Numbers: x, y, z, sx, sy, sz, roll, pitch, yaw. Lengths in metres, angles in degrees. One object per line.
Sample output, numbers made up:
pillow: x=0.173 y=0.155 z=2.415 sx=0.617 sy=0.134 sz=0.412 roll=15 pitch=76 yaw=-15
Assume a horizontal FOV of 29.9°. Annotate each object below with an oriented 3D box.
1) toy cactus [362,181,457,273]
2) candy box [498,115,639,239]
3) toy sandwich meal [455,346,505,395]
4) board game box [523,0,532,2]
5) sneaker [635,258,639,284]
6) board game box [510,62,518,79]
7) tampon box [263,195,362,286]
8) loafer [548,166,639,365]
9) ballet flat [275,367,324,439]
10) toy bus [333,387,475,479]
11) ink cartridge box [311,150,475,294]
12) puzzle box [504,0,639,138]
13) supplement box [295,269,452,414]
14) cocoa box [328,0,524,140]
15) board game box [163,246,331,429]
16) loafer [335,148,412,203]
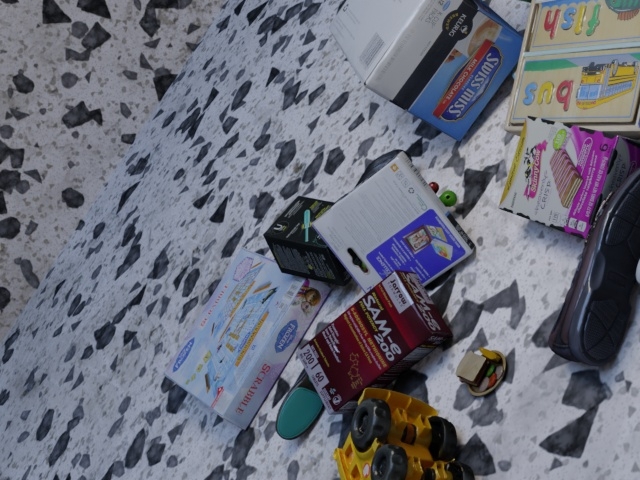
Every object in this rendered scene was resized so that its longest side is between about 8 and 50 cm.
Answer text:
toy cactus: x=0.148 y=-0.033 z=2.143 sx=0.219 sy=0.112 sz=0.180 roll=-52 pitch=17 yaw=24
candy box: x=0.380 y=-0.094 z=1.815 sx=0.233 sy=0.071 sz=0.159 roll=26 pitch=102 yaw=63
toy sandwich meal: x=0.242 y=0.195 z=1.804 sx=0.085 sy=0.029 sz=0.086 roll=-38 pitch=32 yaw=29
board game box: x=0.369 y=-0.477 z=2.128 sx=0.030 sy=0.259 sz=0.136 roll=105 pitch=177 yaw=-51
sneaker: x=0.487 y=0.015 z=1.598 sx=0.152 sy=0.053 sz=0.061 roll=-44 pitch=33 yaw=19
board game box: x=0.404 y=-0.349 z=2.149 sx=0.154 sy=0.026 sz=0.103 roll=-43 pitch=30 yaw=21
tampon box: x=0.000 y=0.000 z=2.237 sx=0.161 sy=0.101 sz=0.120 roll=12 pitch=49 yaw=41
loafer: x=0.397 y=0.029 z=1.672 sx=0.095 sy=0.109 sz=0.303 roll=-1 pitch=61 yaw=62
ballet flat: x=-0.015 y=0.257 z=2.107 sx=0.203 sy=0.074 sz=0.074 roll=-62 pitch=28 yaw=-1
toy bus: x=0.099 y=0.359 z=1.746 sx=0.211 sy=0.149 sz=0.220 roll=-58 pitch=28 yaw=23
ink cartridge box: x=0.123 y=-0.011 z=2.041 sx=0.208 sy=0.206 sz=0.045 roll=-37 pitch=2 yaw=27
puzzle box: x=0.461 y=-0.295 z=1.891 sx=0.409 sy=0.052 sz=0.272 roll=7 pitch=85 yaw=59
supplement box: x=0.086 y=0.170 z=1.973 sx=0.239 sy=0.073 sz=0.130 roll=-42 pitch=64 yaw=23
cocoa box: x=0.197 y=-0.386 z=2.267 sx=0.231 sy=0.228 sz=0.347 roll=-54 pitch=24 yaw=16
board game box: x=-0.153 y=0.185 z=2.387 sx=0.319 sy=0.066 sz=0.318 roll=-58 pitch=29 yaw=-7
loafer: x=0.097 y=-0.084 z=2.293 sx=0.223 sy=0.076 sz=0.078 roll=-44 pitch=34 yaw=28
